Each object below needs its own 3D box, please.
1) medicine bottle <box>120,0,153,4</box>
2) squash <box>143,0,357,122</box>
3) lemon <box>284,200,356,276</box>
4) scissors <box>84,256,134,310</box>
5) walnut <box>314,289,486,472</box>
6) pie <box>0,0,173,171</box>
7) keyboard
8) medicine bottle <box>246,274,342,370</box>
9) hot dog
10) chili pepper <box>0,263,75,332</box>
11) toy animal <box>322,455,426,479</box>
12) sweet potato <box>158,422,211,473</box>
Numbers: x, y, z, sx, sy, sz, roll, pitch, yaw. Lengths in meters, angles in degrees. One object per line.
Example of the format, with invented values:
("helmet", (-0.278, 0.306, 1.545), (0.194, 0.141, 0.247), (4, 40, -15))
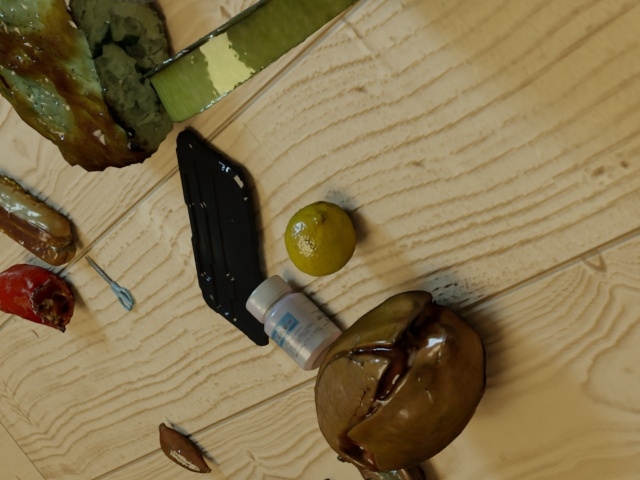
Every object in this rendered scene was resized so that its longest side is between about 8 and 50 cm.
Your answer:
("medicine bottle", (-0.186, -0.343, 1.378), (0.332, 0.190, 0.190), (46, 155, 12))
("squash", (-0.017, -0.154, 1.320), (0.041, 0.219, 0.219), (57, 155, -7))
("lemon", (0.000, 0.000, 1.685), (0.062, 0.062, 0.083), (42, 155, 19))
("scissors", (-0.241, 0.047, 2.229), (0.083, 0.006, 0.036), (45, 153, 14))
("walnut", (0.069, 0.121, 1.663), (0.137, 0.137, 0.245), (48, 146, 8))
("pie", (-0.264, -0.209, 1.804), (0.288, 0.103, 0.354), (27, 150, 42))
("keyboard", (-0.093, 0.001, 1.899), (0.106, 0.016, 0.262), (36, 151, 29))
("medicine bottle", (-0.025, 0.077, 1.844), (0.089, 0.052, 0.052), (44, 154, 17))
("hot dog", (-0.343, -0.026, 2.257), (0.165, 0.045, 0.071), (32, 151, 36))
("chili pepper", (-0.349, 0.065, 2.368), (0.123, 0.073, 0.070), (14, 95, 50))
("toy animal", (0.061, 0.240, 1.930), (0.099, 0.057, 0.241), (41, 153, 7))
("sweet potato", (-0.167, 0.254, 2.352), (0.095, 0.034, 0.034), (38, 153, 32))
